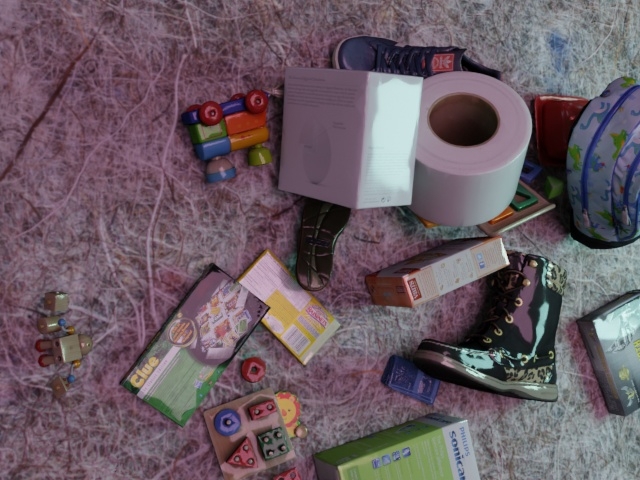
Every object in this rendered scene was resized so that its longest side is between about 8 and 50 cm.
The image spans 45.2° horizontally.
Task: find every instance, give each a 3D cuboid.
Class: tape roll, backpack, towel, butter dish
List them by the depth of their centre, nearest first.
[{"bbox_3d":[0.259,-0.171,1.438,0.246,0.169,0.246,-1,58,2],"label":"tape roll"},{"bbox_3d":[0.182,0.275,1.522,0.119,0.029,0.067,26,76,-19],"label":"towel"},{"bbox_3d":[0.624,-0.162,1.545,0.290,0.273,0.356,-41,128,-8],"label":"backpack"},{"bbox_3d":[0.561,-0.246,1.673,0.159,0.118,0.160,-1,86,-24],"label":"butter dish"}]

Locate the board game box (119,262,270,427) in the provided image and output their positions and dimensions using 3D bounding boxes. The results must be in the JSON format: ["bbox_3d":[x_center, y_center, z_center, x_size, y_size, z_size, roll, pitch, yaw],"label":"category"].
[{"bbox_3d":[-0.217,0.182,1.348,0.136,0.030,0.260,41,78,-17],"label":"board game box"}]

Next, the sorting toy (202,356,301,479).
[{"bbox_3d":[-0.121,0.351,1.354,0.132,0.046,0.275,-17,80,-15],"label":"sorting toy"}]

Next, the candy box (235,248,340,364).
[{"bbox_3d":[-0.066,0.124,1.429,0.206,0.027,0.105,47,70,-13],"label":"candy box"}]

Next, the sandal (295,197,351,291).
[{"bbox_3d":[0.000,0.000,1.445,0.089,0.060,0.219,13,65,-7],"label":"sandal"}]

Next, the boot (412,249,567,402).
[{"bbox_3d":[0.354,0.160,1.533,0.377,0.138,0.284,18,79,-31],"label":"boot"}]

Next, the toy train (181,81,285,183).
[{"bbox_3d":[-0.116,-0.201,1.401,0.248,0.105,0.144,-19,104,-23],"label":"toy train"}]

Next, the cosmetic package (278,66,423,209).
[{"bbox_3d":[0.048,-0.186,1.355,0.138,0.224,0.225,-7,107,-39],"label":"cosmetic package"}]

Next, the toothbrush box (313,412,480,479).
[{"bbox_3d":[0.152,0.468,1.444,0.283,0.122,0.206,-13,91,-22],"label":"toothbrush box"}]

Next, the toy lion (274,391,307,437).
[{"bbox_3d":[-0.077,0.330,1.410,0.100,0.034,0.096,-28,90,-22],"label":"toy lion"}]

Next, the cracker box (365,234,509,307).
[{"bbox_3d":[0.223,0.058,1.486,0.232,0.155,0.067,-22,96,-23],"label":"cracker box"}]

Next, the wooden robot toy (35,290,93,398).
[{"bbox_3d":[-0.417,0.168,1.272,0.079,0.076,0.173,-8,89,-58],"label":"wooden robot toy"}]

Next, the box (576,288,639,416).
[{"bbox_3d":[0.692,0.248,1.724,0.183,0.056,0.231,-22,94,-23],"label":"box"}]

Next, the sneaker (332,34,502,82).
[{"bbox_3d":[0.201,-0.340,1.512,0.349,0.148,0.131,7,83,-22],"label":"sneaker"}]

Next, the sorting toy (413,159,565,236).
[{"bbox_3d":[0.342,-0.099,1.531,0.347,0.196,0.047,-23,138,-30],"label":"sorting toy"}]
